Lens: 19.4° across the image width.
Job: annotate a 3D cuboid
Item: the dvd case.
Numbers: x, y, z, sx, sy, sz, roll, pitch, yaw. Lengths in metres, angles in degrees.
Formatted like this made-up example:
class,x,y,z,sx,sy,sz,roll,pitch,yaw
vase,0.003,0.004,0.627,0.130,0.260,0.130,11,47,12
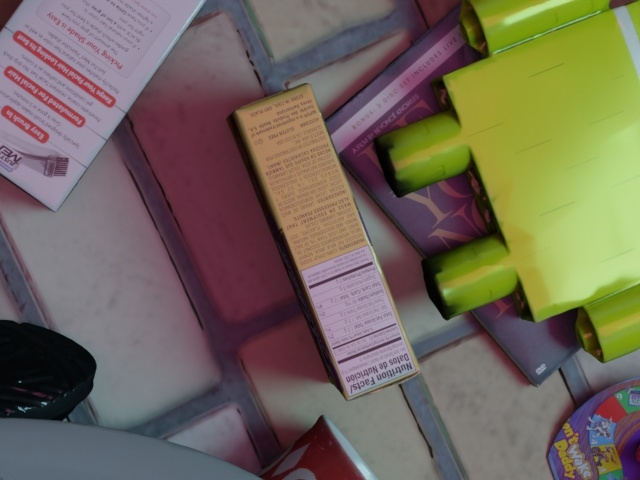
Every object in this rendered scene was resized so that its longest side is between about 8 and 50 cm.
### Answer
class,x,y,z,sx,sy,sz,roll,pitch,yaw
dvd case,0.129,-0.041,1.210,0.164,0.018,0.221,-41,94,-4

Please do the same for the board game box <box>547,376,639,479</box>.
class,x,y,z,sx,sy,sz,roll,pitch,yaw
board game box,0.219,0.171,1.191,0.133,0.033,0.169,-17,93,18

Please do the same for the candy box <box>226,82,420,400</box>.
class,x,y,z,sx,sy,sz,roll,pitch,yaw
candy box,0.000,0.000,1.153,0.053,0.109,0.187,-20,94,-5

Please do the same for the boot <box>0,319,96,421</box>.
class,x,y,z,sx,sy,sz,roll,pitch,yaw
boot,-0.252,0.172,1.134,0.094,0.246,0.207,32,123,27

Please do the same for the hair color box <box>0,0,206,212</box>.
class,x,y,z,sx,sy,sz,roll,pitch,yaw
hair color box,-0.153,-0.111,1.163,0.093,0.053,0.167,36,86,-6

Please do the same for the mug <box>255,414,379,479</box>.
class,x,y,z,sx,sy,sz,roll,pitch,yaw
mug,-0.021,0.217,1.157,0.169,0.113,0.150,-36,93,-1

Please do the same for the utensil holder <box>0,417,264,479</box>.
class,x,y,z,sx,sy,sz,roll,pitch,yaw
utensil holder,-0.157,0.329,0.981,0.327,0.327,0.385,9,108,-6

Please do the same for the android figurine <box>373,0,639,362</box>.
class,x,y,z,sx,sy,sz,roll,pitch,yaw
android figurine,0.180,-0.055,1.180,0.273,0.056,0.248,-20,93,-5
